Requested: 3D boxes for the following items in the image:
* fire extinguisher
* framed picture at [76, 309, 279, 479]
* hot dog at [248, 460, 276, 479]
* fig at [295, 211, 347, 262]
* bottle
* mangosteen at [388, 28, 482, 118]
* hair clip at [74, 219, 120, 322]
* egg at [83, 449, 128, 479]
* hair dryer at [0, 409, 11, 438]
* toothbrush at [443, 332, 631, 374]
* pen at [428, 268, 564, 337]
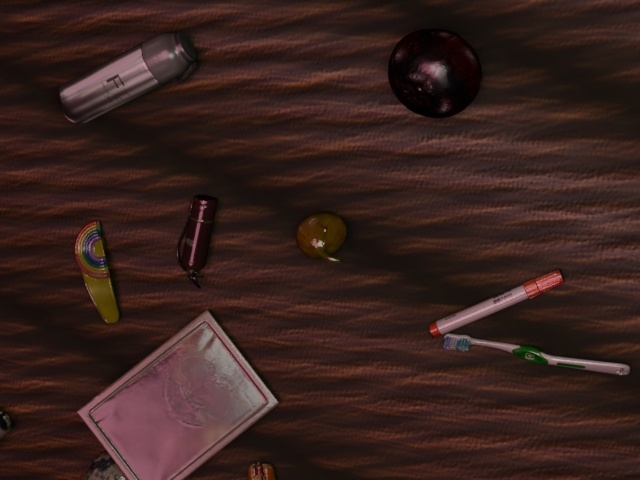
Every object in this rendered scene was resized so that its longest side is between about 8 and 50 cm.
[{"bbox_3d":[-0.220,-0.002,1.813,0.078,0.045,0.157,22,105,40],"label":"fire extinguisher"},{"bbox_3d":[-0.249,0.293,1.814,0.289,0.020,0.211,-38,85,-6],"label":"framed picture"},{"bbox_3d":[-0.101,0.458,1.840,0.056,0.041,0.133,-5,96,16],"label":"hot dog"},{"bbox_3d":[0.000,0.000,1.723,0.084,0.098,0.082,15,126,-8],"label":"fig"},{"bbox_3d":[-0.332,-0.278,1.788,0.253,0.080,0.096,-24,129,17],"label":"bottle"},{"bbox_3d":[0.183,-0.269,1.623,0.152,0.152,0.153,2,98,15],"label":"mangosteen"},{"bbox_3d":[-0.406,0.061,1.874,0.060,0.033,0.189,-14,93,17],"label":"hair clip"},{"bbox_3d":[-0.362,0.455,1.864,0.132,0.132,0.172,9,107,14],"label":"egg"},{"bbox_3d":[-0.737,0.361,1.983,0.295,0.119,0.298,-17,80,10],"label":"hair dryer"},{"bbox_3d":[0.352,0.186,1.691,0.303,0.030,0.030,7,99,12],"label":"toothbrush"},{"bbox_3d":[0.287,0.105,1.695,0.239,0.028,0.028,-25,90,17],"label":"pen"}]
